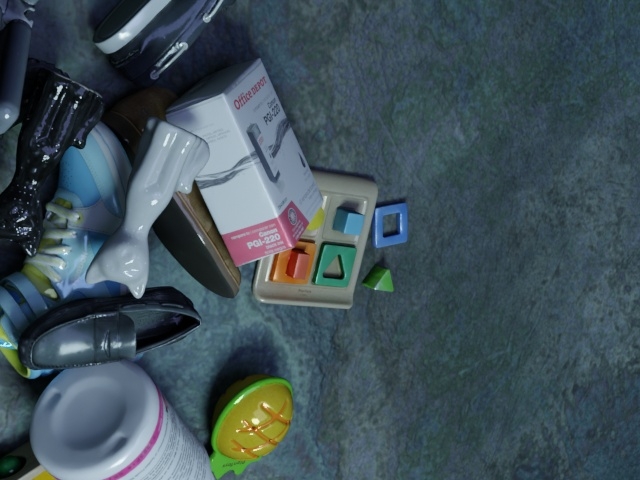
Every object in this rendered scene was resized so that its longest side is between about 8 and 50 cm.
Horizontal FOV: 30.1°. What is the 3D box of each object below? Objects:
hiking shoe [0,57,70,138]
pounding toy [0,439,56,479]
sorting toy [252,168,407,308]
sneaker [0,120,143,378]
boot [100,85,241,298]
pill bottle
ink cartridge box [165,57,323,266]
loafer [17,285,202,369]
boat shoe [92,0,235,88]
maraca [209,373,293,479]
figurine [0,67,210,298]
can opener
[{"bbox_3d":[-0.391,-0.164,1.346,0.227,0.086,0.114,10,92,-38],"label":"hiking shoe"},{"bbox_3d":[-0.371,0.322,1.471,0.130,0.100,0.141,-33,119,-27],"label":"pounding toy"},{"bbox_3d":[0.000,0.000,1.700,0.347,0.047,0.196,6,97,-37],"label":"sorting toy"},{"bbox_3d":[-0.321,0.023,1.420,0.208,0.127,0.319,-15,109,-34],"label":"sneaker"},{"bbox_3d":[-0.167,-0.060,1.533,0.115,0.112,0.305,-47,122,-31],"label":"boot"},{"bbox_3d":[-0.230,0.277,1.485,0.160,0.160,0.283,-48,145,-17],"label":"pill bottle"},{"bbox_3d":[-0.093,-0.103,1.516,0.218,0.092,0.158,64,24,-17],"label":"ink cartridge box"},{"bbox_3d":[-0.242,0.105,1.388,0.223,0.078,0.076,-15,118,-37],"label":"loafer"},{"bbox_3d":[-0.148,-0.317,1.479,0.302,0.114,0.091,-44,123,-6],"label":"boat shoe"},{"bbox_3d":[-0.102,0.262,1.663,0.127,0.099,0.186,-1,127,-40],"label":"maraca"},{"bbox_3d":[-0.257,-0.057,1.352,0.214,0.092,0.209,23,91,-11],"label":"figurine"},{"bbox_3d":[-0.340,-0.233,1.283,0.074,0.093,0.280,31,39,-31],"label":"can opener"}]
